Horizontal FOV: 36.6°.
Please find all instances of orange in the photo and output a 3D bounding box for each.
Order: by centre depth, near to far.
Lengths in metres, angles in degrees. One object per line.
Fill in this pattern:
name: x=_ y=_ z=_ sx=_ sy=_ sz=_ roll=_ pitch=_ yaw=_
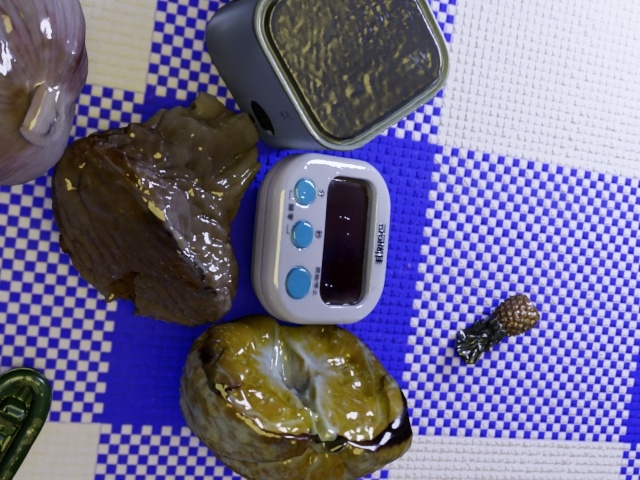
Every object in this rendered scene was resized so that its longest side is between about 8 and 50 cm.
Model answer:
orange: x=-0.051 y=0.251 z=1.452 sx=0.369 sy=0.271 sz=0.210 roll=12 pitch=130 yaw=-28

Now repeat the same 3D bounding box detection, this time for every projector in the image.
projector: x=0.006 y=-0.278 z=1.413 sx=0.248 sy=0.249 sz=0.248 roll=-35 pitch=107 yaw=-15

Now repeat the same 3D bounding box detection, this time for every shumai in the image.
shumai: x=-0.226 y=-0.063 z=1.414 sx=0.346 sy=0.217 sz=0.283 roll=48 pitch=44 yaw=-33

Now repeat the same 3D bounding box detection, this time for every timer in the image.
timer: x=0.000 y=0.000 z=1.498 sx=0.237 sy=0.087 sz=0.262 roll=5 pitch=90 yaw=-42

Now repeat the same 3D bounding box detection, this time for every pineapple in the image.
pineapple: x=0.303 y=0.156 z=1.682 sx=0.159 sy=0.074 sz=0.074 roll=-32 pitch=107 yaw=-8

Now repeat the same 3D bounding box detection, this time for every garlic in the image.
garlic: x=-0.416 y=-0.214 z=1.192 sx=0.241 sy=0.322 sz=0.322 roll=1 pitch=96 yaw=9

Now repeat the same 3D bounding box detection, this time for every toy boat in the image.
toy boat: x=-0.459 y=0.275 z=1.380 sx=0.104 sy=0.052 sz=0.210 roll=32 pitch=83 yaw=-20
